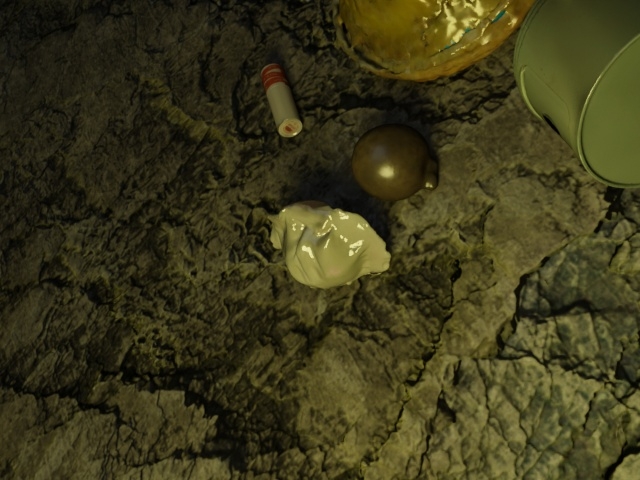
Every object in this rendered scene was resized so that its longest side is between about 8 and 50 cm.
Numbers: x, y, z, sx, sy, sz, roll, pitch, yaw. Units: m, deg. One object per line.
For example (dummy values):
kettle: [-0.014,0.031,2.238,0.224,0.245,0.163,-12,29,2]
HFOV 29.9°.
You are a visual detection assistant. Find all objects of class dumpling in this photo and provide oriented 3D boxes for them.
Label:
dumpling: [0.000,0.000,1.561,0.188,0.127,0.108,9,63,36]

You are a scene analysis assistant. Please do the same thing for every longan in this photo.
longan: [0.100,-0.101,1.572,0.119,0.106,0.106,20,74,5]

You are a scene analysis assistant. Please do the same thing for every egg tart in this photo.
egg tart: [0.151,-0.408,1.677,0.388,0.169,0.388,-22,54,34]

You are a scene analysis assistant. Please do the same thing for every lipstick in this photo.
lipstick: [-0.060,-0.213,1.810,0.038,0.038,0.131,-34,47,19]

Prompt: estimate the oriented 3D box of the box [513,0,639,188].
box: [0.344,-0.190,1.324,0.226,0.226,0.149,-43,44,11]
